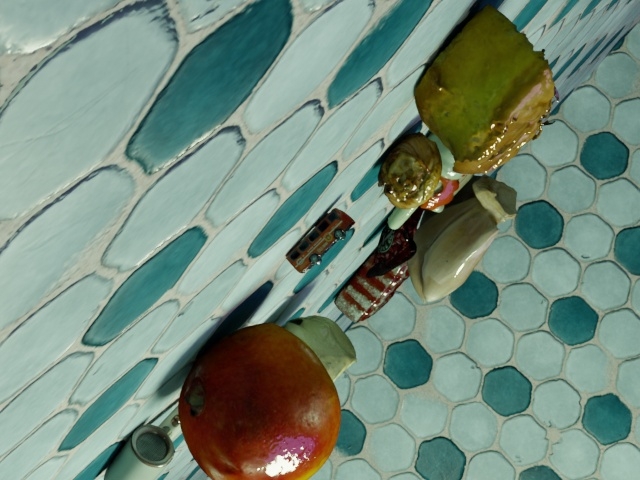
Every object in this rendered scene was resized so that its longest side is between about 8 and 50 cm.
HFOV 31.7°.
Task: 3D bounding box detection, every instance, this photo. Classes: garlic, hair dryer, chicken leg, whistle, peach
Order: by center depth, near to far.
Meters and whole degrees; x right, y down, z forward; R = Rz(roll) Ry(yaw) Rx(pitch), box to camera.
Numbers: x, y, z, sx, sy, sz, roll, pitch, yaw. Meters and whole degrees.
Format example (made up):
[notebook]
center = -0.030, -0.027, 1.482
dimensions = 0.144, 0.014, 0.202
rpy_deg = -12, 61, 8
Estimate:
[peach]
center = -0.096, 0.251, 1.703
dimensions = 0.238, 0.281, 0.281
rpy_deg = 0, -160, 31
[chicken leg]
center = 0.135, -0.096, 1.742
dimensions = 0.107, 0.087, 0.251
rpy_deg = -54, 178, -4
[hair dryer]
center = -0.254, 0.310, 1.826
dimensions = 0.131, 0.073, 0.236
rpy_deg = -51, -179, 39
[whistle]
center = 0.188, -0.110, 1.892
dimensions = 0.101, 0.106, 0.253
rpy_deg = -11, 147, -48
[garlic]
center = 0.286, -0.023, 2.378
dimensions = 0.325, 0.132, 0.279
rpy_deg = -46, -170, 33

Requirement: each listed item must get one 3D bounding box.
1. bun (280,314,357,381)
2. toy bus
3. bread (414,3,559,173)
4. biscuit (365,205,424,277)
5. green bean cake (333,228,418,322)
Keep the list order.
[bun]
center = -0.064, 0.235, 2.086
dimensions = 0.259, 0.152, 0.259
rpy_deg = -36, 179, -1
[toy bus]
center = 0.000, 0.000, 1.631
dimensions = 0.110, 0.043, 0.031
rpy_deg = -45, 169, 4
[bread]
center = 0.200, -0.174, 1.452
dimensions = 0.147, 0.160, 0.260
rpy_deg = -38, 175, -6
[biscuit]
center = 0.176, -0.029, 2.328
dimensions = 0.151, 0.063, 0.235
rpy_deg = -51, -172, 51
[green bean cake]
center = 0.148, 0.084, 2.666
dimensions = 0.233, 0.097, 0.198
rpy_deg = -50, 172, 21
